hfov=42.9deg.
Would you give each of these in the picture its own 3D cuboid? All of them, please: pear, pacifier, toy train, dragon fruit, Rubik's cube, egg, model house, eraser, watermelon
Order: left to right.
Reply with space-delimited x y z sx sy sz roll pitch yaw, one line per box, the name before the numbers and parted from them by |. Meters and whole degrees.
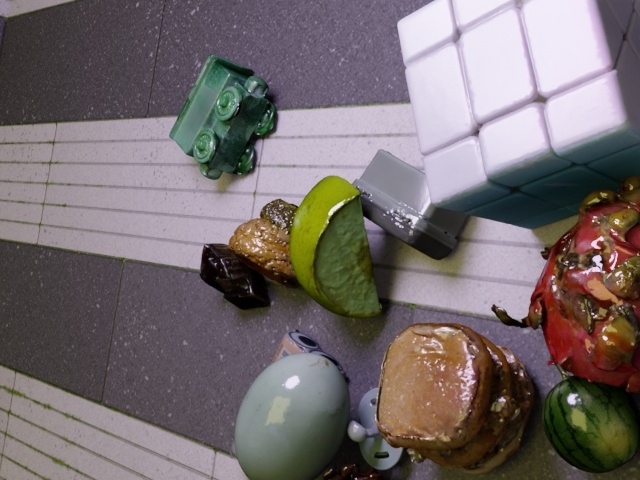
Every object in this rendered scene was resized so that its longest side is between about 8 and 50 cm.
toy train | -0.223 -0.281 1.909 0.202 0.145 0.266 48 114 41
model house | -0.191 0.092 1.818 0.106 0.165 0.152 -52 51 2
eraser | -0.075 0.348 1.694 0.171 0.087 0.291 37 107 42
egg | -0.053 0.339 1.518 0.203 0.203 0.283 43 113 39
pear | -0.003 0.004 1.581 0.239 0.139 0.288 -127 21 -56
pacifier | 0.091 0.350 1.514 0.126 0.116 0.150 -7 79 47
Rubik's cube | 0.349 -0.222 1.241 0.316 0.321 0.319 -21 69 37
watermelon | 0.398 0.253 1.221 0.140 0.140 0.187 -33 76 34
dragon fruit | 0.433 0.055 1.161 0.269 0.250 0.291 20 107 49

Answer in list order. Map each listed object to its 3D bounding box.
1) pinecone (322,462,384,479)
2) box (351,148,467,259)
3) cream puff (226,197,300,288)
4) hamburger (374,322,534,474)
pinecone | 0.065 0.534 1.443 0.224 0.224 0.272 -52 29 23
box | 0.163 -0.068 1.508 0.210 0.148 0.129 36 97 41
cream puff | -0.084 -0.006 1.732 0.183 0.183 0.169 21 76 43
hamburger | 0.210 0.264 1.354 0.260 0.211 0.245 -55 43 14
